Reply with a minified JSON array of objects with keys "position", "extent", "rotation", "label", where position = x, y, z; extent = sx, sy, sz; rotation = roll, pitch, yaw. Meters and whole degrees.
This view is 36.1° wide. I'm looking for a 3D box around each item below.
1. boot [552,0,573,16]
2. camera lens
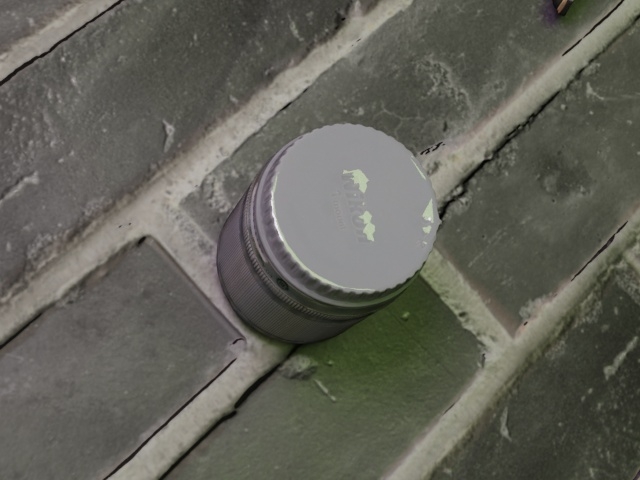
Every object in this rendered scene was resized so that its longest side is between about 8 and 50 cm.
[{"position":[0.365,-0.454,1.560],"extent":[0.137,0.077,0.198],"rotation":[28,55,-3],"label":"boot"},{"position":[0.000,0.000,1.192],"extent":[0.219,0.274,0.219],"rotation":[5,73,-16],"label":"camera lens"}]
